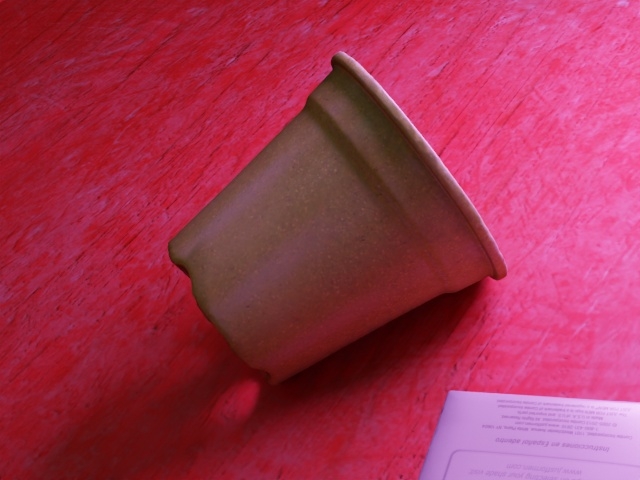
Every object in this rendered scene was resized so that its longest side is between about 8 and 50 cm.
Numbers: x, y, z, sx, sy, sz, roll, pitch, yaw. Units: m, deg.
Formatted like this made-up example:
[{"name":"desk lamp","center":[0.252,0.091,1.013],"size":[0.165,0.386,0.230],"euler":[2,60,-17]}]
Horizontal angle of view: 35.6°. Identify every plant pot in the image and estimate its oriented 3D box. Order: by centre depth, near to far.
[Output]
[{"name":"plant pot","center":[0.000,0.000,0.989],"size":[0.254,0.276,0.276],"euler":[-37,36,0]}]

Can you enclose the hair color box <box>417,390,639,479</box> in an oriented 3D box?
[{"name":"hair color box","center":[0.134,0.279,0.653],"size":[0.185,0.114,0.374],"euler":[-1,40,28]}]
